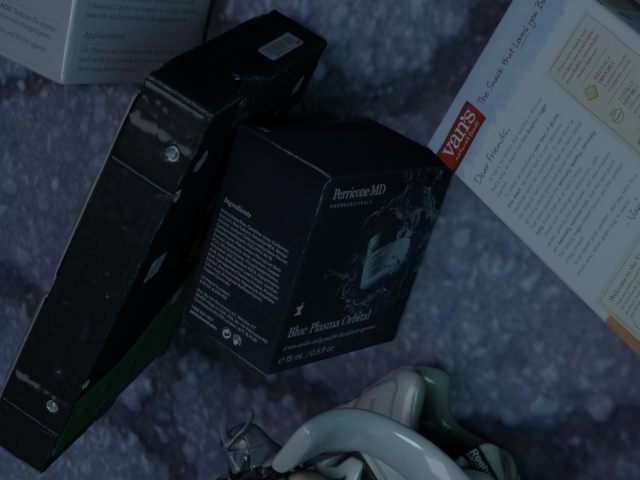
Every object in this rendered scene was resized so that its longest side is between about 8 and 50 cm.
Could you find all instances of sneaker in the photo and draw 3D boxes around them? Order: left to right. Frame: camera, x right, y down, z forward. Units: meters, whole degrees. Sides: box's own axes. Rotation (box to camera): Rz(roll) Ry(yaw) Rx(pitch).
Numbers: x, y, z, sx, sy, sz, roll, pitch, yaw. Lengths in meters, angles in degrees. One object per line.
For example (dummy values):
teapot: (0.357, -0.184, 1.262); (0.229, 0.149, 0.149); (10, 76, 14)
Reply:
sneaker: (0.108, 0.221, 0.923); (0.118, 0.110, 0.292); (-44, 69, 25)

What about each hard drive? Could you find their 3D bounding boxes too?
hard drive: (-0.127, -0.005, 0.994); (0.064, 0.237, 0.339); (32, 119, 7)

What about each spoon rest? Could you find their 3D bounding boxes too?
spoon rest: (0.094, 0.212, 0.822); (0.276, 0.084, 0.137); (46, 135, 10)

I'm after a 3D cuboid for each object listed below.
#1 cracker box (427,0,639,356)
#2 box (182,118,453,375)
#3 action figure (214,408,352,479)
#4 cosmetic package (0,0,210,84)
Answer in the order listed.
cracker box: (0.193, -0.054, 0.820); (0.232, 0.067, 0.155); (49, 124, 31)
box: (0.000, 0.000, 0.941); (0.093, 0.156, 0.158); (31, 114, 32)
action figure: (-0.028, 0.255, 0.914); (0.185, 0.099, 0.285); (-37, 64, 47)
cosmetic package: (-0.189, -0.238, 1.070); (0.151, 0.151, 0.183); (27, 111, 35)
